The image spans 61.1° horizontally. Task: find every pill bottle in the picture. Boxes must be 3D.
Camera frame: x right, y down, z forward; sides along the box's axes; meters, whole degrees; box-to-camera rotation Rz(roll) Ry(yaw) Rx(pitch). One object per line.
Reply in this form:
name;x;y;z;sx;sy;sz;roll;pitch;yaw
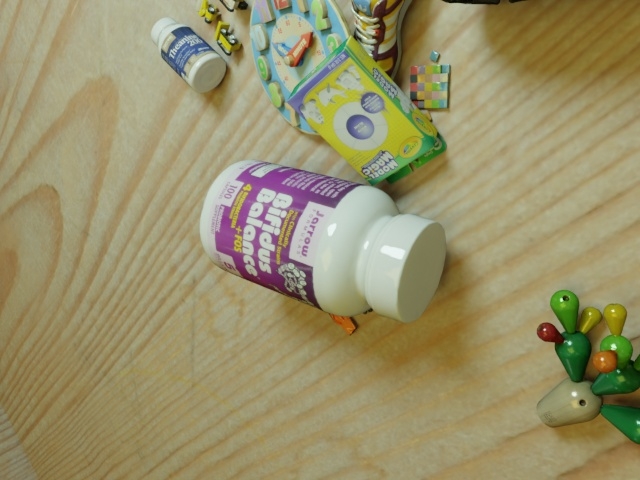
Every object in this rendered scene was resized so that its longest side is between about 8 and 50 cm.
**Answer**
pill bottle;0.000;0.000;0.708;0.301;0.169;0.169;17;115;33
pill bottle;-0.207;-0.291;0.841;0.120;0.067;0.067;45;127;17

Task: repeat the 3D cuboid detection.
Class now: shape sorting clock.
shape sorting clock;-0.029;-0.236;0.704;0.206;0.040;0.206;32;135;39

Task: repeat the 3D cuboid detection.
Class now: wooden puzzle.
wooden puzzle;0.131;-0.183;0.650;0.049;0.006;0.083;10;111;36

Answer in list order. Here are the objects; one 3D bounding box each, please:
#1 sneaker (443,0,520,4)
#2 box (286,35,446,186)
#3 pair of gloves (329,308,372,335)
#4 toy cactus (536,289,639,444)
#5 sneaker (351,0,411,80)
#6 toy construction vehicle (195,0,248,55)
sneaker;0.280;-0.334;0.377;0.447;0.169;0.258;8;111;39
box;0.059;-0.141;0.652;0.179;0.043;0.105;40;134;-21
pair of gloves;0.040;0.093;0.811;0.074;0.010;0.083;48;125;18
toy cactus;0.305;0.163;0.578;0.219;0.112;0.180;43;137;9
sneaker;0.060;-0.255;0.631;0.069;0.084;0.186;29;120;28
toy construction vehicle;-0.140;-0.338;0.800;0.098;0.035;0.086;51;140;16
